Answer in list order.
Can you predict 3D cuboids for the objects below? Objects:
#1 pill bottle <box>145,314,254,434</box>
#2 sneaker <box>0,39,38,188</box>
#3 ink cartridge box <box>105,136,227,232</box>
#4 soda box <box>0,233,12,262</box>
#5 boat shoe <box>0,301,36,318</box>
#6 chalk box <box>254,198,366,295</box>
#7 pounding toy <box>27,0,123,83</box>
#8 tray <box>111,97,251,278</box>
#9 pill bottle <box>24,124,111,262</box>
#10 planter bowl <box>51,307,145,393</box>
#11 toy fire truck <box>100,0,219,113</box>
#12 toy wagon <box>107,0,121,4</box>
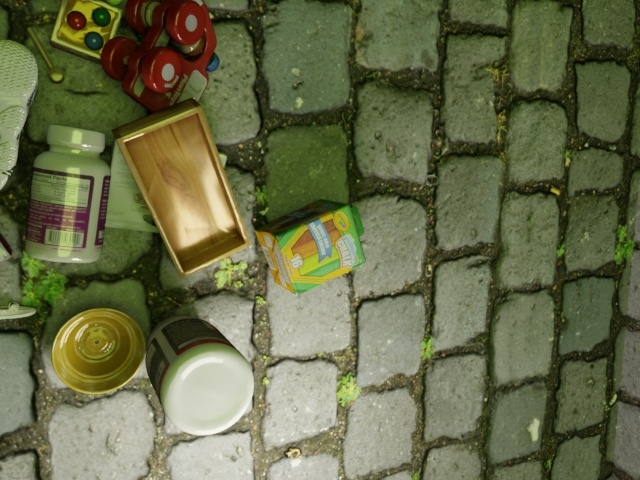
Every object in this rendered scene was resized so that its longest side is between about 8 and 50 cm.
[{"bbox_3d":[-0.310,0.306,1.482,0.210,0.363,0.210,-4,99,-23],"label":"pill bottle"},{"bbox_3d":[-0.704,-0.256,1.315,0.137,0.210,0.366,21,101,-25],"label":"sneaker"},{"bbox_3d":[-0.398,-0.138,1.545,0.275,0.060,0.239,7,115,-25],"label":"ink cartridge box"},{"bbox_3d":[-0.802,-0.056,1.355,0.083,0.092,0.263,-33,110,-15],"label":"soda box"},{"bbox_3d":[-0.735,0.165,1.452,0.100,0.035,0.035,-4,102,-17],"label":"boat shoe"},{"bbox_3d":[0.000,0.000,1.677,0.289,0.179,0.180,-25,108,-19],"label":"chalk box"},{"bbox_3d":[-0.575,-0.462,1.394,0.181,0.094,0.206,17,90,-26],"label":"pounding toy"},{"bbox_3d":[-0.328,-0.119,1.492,0.202,0.076,0.411,-26,127,-14],"label":"tray"},{"bbox_3d":[-0.579,-0.108,1.406,0.169,0.169,0.302,7,95,-25],"label":"pill bottle"},{"bbox_3d":[-0.555,0.264,1.516,0.217,0.090,0.217,-4,99,-24],"label":"planter bowl"},{"bbox_3d":[-0.351,-0.436,1.456,0.302,0.169,0.254,-66,153,-8],"label":"toy fire truck"},{"bbox_3d":[-0.543,-0.683,1.319,0.267,0.068,0.344,34,39,-56],"label":"toy wagon"}]
